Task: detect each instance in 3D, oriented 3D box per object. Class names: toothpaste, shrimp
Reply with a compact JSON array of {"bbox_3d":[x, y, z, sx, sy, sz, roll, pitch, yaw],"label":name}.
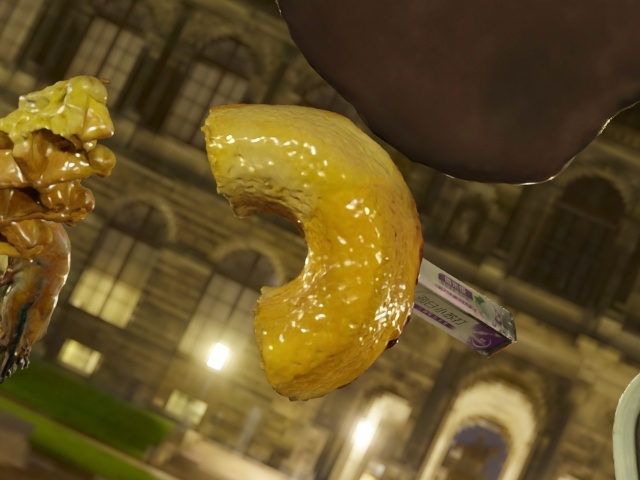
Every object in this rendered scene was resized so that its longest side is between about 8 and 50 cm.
[{"bbox_3d":[0.095,0.048,1.459,0.196,0.040,0.047,31,-51,-27],"label":"toothpaste"},{"bbox_3d":[-0.337,0.052,1.606,0.152,0.219,0.046,9,32,-15],"label":"shrimp"}]

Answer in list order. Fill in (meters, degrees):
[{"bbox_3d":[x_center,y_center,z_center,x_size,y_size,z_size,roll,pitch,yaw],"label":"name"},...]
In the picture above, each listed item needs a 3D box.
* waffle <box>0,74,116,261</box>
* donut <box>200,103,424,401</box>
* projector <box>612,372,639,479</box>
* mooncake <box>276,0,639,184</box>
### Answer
[{"bbox_3d":[-0.292,-0.061,1.044,0.293,0.069,0.260,17,-34,-24],"label":"waffle"},{"bbox_3d":[0.003,-0.006,1.294,0.152,0.259,0.101,-17,-3,9],"label":"donut"},{"bbox_3d":[0.364,0.181,1.052,0.248,0.248,0.249,-9,-4,36],"label":"projector"},{"bbox_3d":[0.141,-0.246,0.939,0.381,0.212,0.350,-21,-53,16],"label":"mooncake"}]
